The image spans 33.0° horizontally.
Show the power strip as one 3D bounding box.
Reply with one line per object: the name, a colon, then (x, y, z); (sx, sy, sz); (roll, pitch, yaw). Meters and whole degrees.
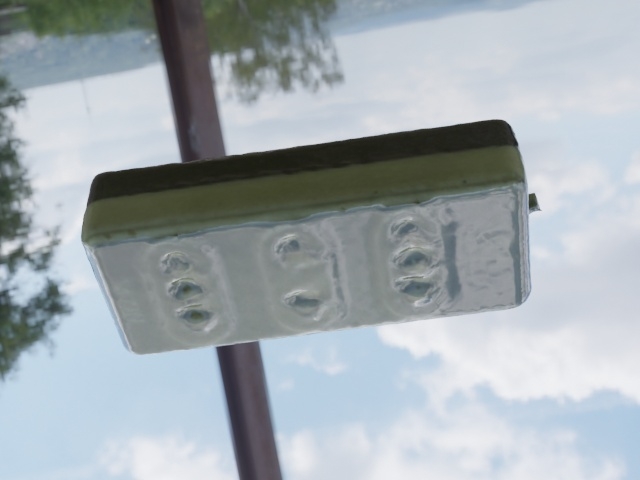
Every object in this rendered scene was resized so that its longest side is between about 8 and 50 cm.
power strip: (0.000, 0.000, 0.621); (0.256, 0.105, 0.070); (-9, -136, 3)
